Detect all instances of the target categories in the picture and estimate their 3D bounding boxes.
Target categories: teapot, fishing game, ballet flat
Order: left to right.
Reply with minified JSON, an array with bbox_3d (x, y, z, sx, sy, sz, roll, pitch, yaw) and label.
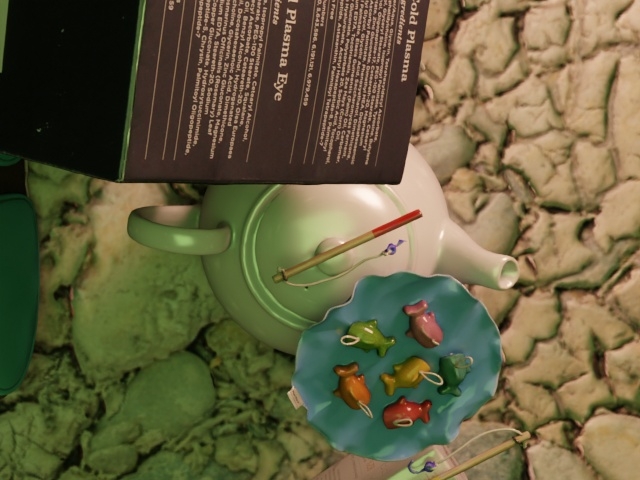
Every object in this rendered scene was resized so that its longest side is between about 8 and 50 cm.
[{"bbox_3d":[-0.333,-0.053,1.201,0.139,0.139,0.400,1,95,-2],"label":"ballet flat"},{"bbox_3d":[0.000,0.000,1.180,0.256,0.187,0.252,-38,98,5],"label":"teapot"},{"bbox_3d":[0.066,0.112,1.116,0.189,0.041,0.264,-23,114,1],"label":"fishing game"}]

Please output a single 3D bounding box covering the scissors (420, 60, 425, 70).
[{"bbox_3d":[0.025,-0.296,1.216,0.297,0.021,0.109,44,93,-6],"label":"scissors"}]

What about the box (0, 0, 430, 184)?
[{"bbox_3d":[-0.145,-0.156,1.015,0.343,0.312,0.178,15,102,37],"label":"box"}]

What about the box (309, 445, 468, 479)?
[{"bbox_3d":[0.057,0.259,1.251,0.170,0.130,0.091,-34,99,4],"label":"box"}]
